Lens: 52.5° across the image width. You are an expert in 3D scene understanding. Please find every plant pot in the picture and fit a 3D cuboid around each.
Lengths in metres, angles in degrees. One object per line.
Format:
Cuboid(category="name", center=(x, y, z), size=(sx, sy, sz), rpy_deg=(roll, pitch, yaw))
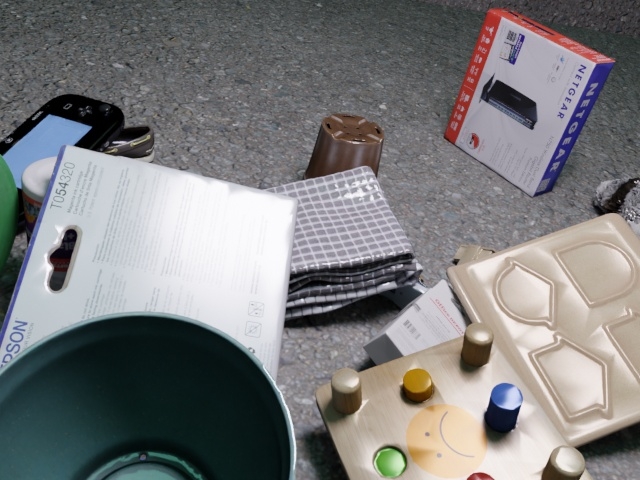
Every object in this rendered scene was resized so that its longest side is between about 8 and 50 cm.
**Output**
Cuboid(category="plant pot", center=(-0.179, 0.244, 0.627), size=(0.293, 0.196, 0.293), rpy_deg=(5, 48, -6))
Cuboid(category="plant pot", center=(0.047, -0.153, 1.293), size=(0.167, 0.165, 0.167), rpy_deg=(8, 35, -6))

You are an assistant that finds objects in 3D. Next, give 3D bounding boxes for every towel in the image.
Cuboid(category="towel", center=(0.000, 0.000, 1.061), size=(0.283, 0.121, 0.235), rpy_deg=(-13, 40, -10))

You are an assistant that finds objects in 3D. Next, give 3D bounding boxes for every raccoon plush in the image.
Cuboid(category="raccoon plush", center=(0.606, 0.009, 1.314), size=(0.299, 0.216, 0.446), rpy_deg=(-12, 10, -10))

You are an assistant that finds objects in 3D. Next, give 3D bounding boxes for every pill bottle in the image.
Cuboid(category="pill bottle", center=(-0.369, -0.014, 0.941), size=(0.108, 0.193, 0.108), rpy_deg=(8, 36, -6))

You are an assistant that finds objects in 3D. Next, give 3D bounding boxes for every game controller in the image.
Cuboid(category="game controller", center=(-0.488, -0.148, 1.135), size=(0.166, 0.067, 0.319), rpy_deg=(23, 53, 10))

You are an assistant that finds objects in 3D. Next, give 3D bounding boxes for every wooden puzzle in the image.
Cuboid(category="wooden puzzle", center=(0.410, 0.135, 1.010), size=(0.347, 0.080, 0.322), rpy_deg=(-16, 57, -12))

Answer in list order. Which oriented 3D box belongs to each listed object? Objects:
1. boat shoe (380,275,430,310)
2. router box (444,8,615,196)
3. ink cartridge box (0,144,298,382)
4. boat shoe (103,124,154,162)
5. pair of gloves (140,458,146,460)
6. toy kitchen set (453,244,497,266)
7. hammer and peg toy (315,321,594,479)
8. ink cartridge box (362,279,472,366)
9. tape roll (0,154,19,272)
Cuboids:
Cuboid(category="boat shoe", center=(0.152, 0.070, 1.106), size=(0.183, 0.065, 0.083), rpy_deg=(31, 43, 27))
Cuboid(category="router box", center=(0.469, -0.324, 1.517), size=(0.082, 0.335, 0.301), rpy_deg=(-16, 45, -36))
Cuboid(category="ink cartridge box", center=(-0.207, 0.059, 0.843), size=(0.330, 0.071, 0.324), rpy_deg=(12, 63, -12))
Cuboid(category="boat shoe", center=(-0.435, -0.184, 1.259), size=(0.227, 0.069, 0.081), rpy_deg=(-13, 44, -32))
Cuboid(category="pair of gloves", center=(-0.205, 0.249, 0.784), size=(0.159, 0.023, 0.198), rpy_deg=(6, 35, -10))
Cuboid(category="toy kitchen set", center=(0.294, 0.058, 1.209), size=(0.068, 0.075, 0.083), rpy_deg=(-55, 29, -15))
Cuboid(category="hammer and peg toy", center=(0.175, 0.275, 0.736), size=(0.266, 0.127, 0.361), rpy_deg=(-18, 46, -13))
Cuboid(category="ink cartridge box", center=(0.159, 0.146, 0.980), size=(0.104, 0.060, 0.180), rpy_deg=(51, 44, 6))
Cuboid(category="tape roll", center=(-0.517, -0.003, 0.768), size=(0.077, 0.321, 0.321), rpy_deg=(26, 37, 19))
